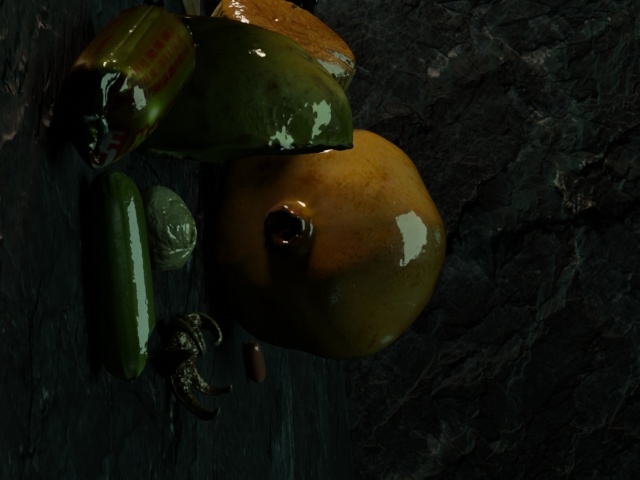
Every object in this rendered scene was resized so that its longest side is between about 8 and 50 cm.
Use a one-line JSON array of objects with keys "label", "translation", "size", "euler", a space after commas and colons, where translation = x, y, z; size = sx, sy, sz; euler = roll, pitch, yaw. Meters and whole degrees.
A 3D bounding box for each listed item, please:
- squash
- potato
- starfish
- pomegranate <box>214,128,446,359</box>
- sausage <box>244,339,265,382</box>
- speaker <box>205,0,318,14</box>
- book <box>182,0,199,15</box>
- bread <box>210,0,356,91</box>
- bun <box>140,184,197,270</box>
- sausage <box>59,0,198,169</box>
[{"label": "squash", "translation": [-0.222, 0.040, 1.462], "size": [0.069, 0.069, 0.238], "euler": [12, 73, -84]}, {"label": "potato", "translation": [-0.097, -0.220, 1.834], "size": [0.330, 0.280, 0.212], "euler": [-16, 104, -82]}, {"label": "starfish", "translation": [-0.174, 0.171, 1.795], "size": [0.190, 0.074, 0.146], "euler": [10, 75, -84]}, {"label": "pomegranate", "translation": [0.000, 0.000, 2.213], "size": [0.416, 0.417, 0.416], "euler": [-4, 90, -84]}, {"label": "sausage", "translation": [-0.121, 0.225, 2.439], "size": [0.034, 0.034, 0.083], "euler": [-82, 166, -62]}, {"label": "speaker", "translation": [-0.105, -0.502, 2.380], "size": [0.254, 0.184, 0.232], "euler": [49, 38, -82]}, {"label": "book", "translation": [-0.213, -0.464, 2.117], "size": [0.138, 0.016, 0.198], "euler": [72, 15, -64]}, {"label": "bread", "translation": [-0.070, -0.299, 2.159], "size": [0.142, 0.253, 0.227], "euler": [-60, -143, 28]}, {"label": "bun", "translation": [-0.199, -0.018, 1.715], "size": [0.115, 0.069, 0.115], "euler": [-6, 90, -84]}, {"label": "sausage", "translation": [-0.212, -0.168, 1.425], "size": [0.125, 0.117, 0.317], "euler": [-54, -169, 21]}]
